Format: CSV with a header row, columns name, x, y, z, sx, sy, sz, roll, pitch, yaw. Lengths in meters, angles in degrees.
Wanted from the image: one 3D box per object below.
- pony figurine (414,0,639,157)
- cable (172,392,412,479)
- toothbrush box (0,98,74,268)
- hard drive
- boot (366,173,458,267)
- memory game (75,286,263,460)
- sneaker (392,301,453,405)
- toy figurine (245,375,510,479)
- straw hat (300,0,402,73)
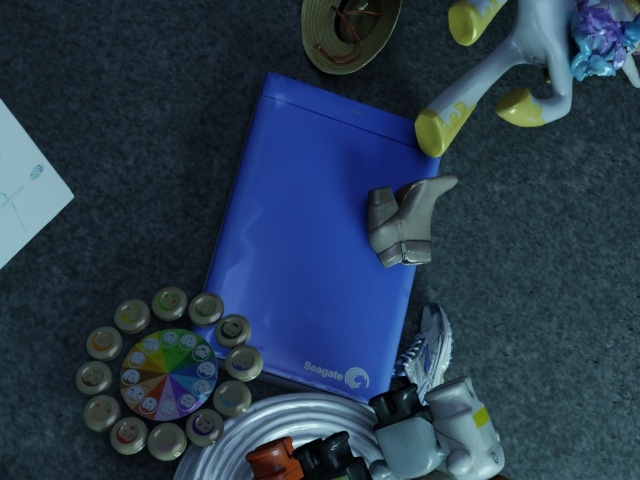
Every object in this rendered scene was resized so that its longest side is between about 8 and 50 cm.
name,x,y,z,sx,sy,sz,roll,pitch,yaw
pony figurine,0.236,-0.293,1.520,0.363,0.303,0.351,-26,111,-36
cable,-0.019,0.274,1.353,0.257,0.089,0.257,13,70,-12
toothbrush box,-0.407,-0.027,1.263,0.295,0.126,0.216,-48,123,-22
hard drive,0.000,0.000,1.470,0.210,0.040,0.319,18,69,-11
boot,0.101,-0.019,1.466,0.118,0.042,0.087,-13,84,-20
memory game,-0.149,0.126,1.356,0.186,0.012,0.186,-4,59,7
sneaker,0.103,0.127,1.457,0.058,0.052,0.135,9,71,-9
toy figurine,0.058,0.222,1.234,0.209,0.213,0.148,-20,88,-24
straw hat,0.048,-0.245,1.545,0.061,0.144,0.144,18,63,-52
